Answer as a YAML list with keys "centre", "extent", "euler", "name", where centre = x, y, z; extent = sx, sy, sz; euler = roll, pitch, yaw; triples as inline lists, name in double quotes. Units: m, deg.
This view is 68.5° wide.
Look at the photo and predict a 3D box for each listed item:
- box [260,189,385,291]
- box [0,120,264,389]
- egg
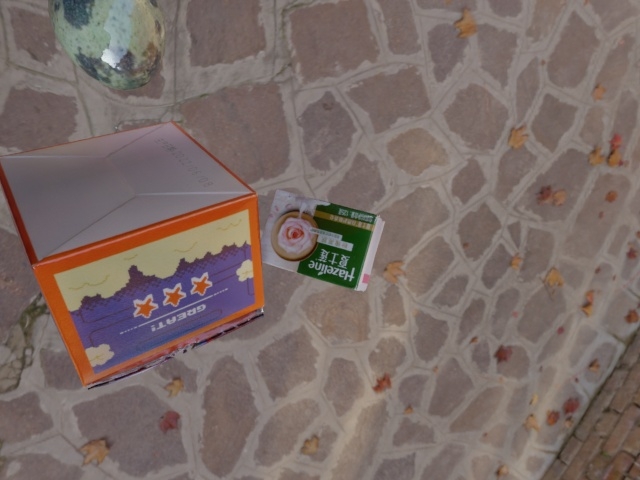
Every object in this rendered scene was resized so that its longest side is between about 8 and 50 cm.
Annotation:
- centre: [0.000, 0.000, 0.836]
  extent: [0.081, 0.199, 0.135]
  euler: [26, 79, -70]
  name: "box"
- centre: [-0.316, -0.002, 0.804]
  extent: [0.319, 0.349, 0.256]
  euler: [-22, 133, -31]
  name: "box"
- centre: [-0.280, -0.287, 0.630]
  extent: [0.141, 0.141, 0.181]
  euler: [-20, 78, -18]
  name: "egg"
